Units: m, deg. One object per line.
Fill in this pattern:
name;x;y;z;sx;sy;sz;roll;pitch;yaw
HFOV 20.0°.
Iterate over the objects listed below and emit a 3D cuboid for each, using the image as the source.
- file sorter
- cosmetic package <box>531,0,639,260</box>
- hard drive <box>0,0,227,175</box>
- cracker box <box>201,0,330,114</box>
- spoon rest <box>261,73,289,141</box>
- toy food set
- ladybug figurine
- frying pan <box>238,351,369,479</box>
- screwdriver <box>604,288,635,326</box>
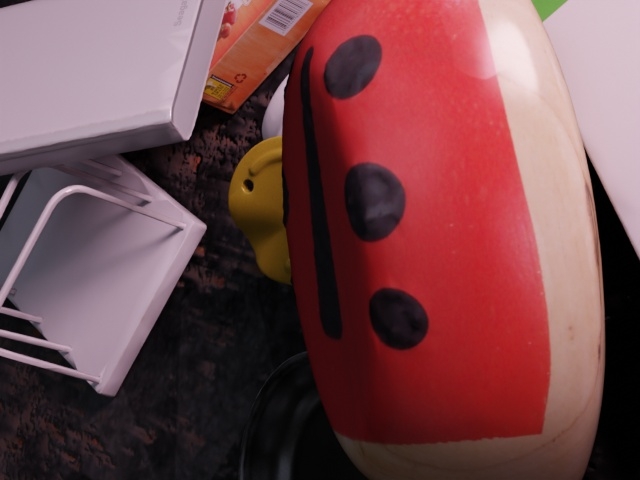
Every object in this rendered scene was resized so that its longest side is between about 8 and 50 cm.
file sorter;-0.285;-0.010;1.778;0.278;0.173;0.193;38;102;46
cosmetic package;0.284;-0.114;1.262;0.197;0.155;0.365;-40;49;24
hard drive;-0.242;-0.153;1.692;0.308;0.040;0.203;-9;49;26
cracker box;-0.096;-0.258;1.761;0.156;0.067;0.232;-46;47;22
spoon rest;0.042;-0.155;1.571;0.276;0.084;0.137;-48;47;22
toy food set;0.029;-0.019;1.534;0.218;0.071;0.128;15;105;29
ladybug figurine;0.074;-0.002;1.307;0.305;0.162;0.449;-176;78;-68
frying pan;-0.007;0.253;1.479;0.197;0.053;0.326;-2;82;54
screwdriver;0.170;0.077;1.395;0.170;0.025;0.024;-28;56;34
